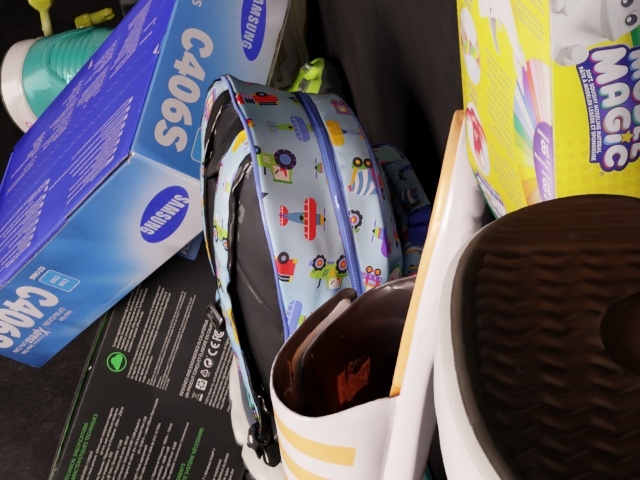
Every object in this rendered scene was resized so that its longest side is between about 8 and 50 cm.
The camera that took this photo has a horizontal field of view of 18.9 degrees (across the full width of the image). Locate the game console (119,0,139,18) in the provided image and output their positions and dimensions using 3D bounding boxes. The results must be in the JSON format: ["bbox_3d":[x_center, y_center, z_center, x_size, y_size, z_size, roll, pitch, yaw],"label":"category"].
[{"bbox_3d":[-0.134,-0.311,1.318,0.213,0.044,0.361,-14,86,38],"label":"game console"}]

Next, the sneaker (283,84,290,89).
[{"bbox_3d":[-0.007,-0.033,1.229,0.058,0.052,0.135,91,167,-75],"label":"sneaker"}]

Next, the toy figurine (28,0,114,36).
[{"bbox_3d":[-0.146,-0.284,1.441,0.217,0.191,0.362,-125,24,-61],"label":"toy figurine"}]

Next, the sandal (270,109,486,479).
[{"bbox_3d":[0.020,0.046,0.843,0.102,0.076,0.265,-69,-9,-54],"label":"sandal"}]

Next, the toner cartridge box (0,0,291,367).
[{"bbox_3d":[-0.141,-0.046,1.286,0.348,0.075,0.165,-36,36,56],"label":"toner cartridge box"}]

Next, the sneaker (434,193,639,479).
[{"bbox_3d":[0.094,0.109,0.447,0.290,0.106,0.123,-111,15,-48],"label":"sneaker"}]

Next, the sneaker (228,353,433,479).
[{"bbox_3d":[0.020,0.117,1.167,0.275,0.107,0.110,-119,39,-54],"label":"sneaker"}]

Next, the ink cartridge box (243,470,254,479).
[{"bbox_3d":[-0.010,0.211,1.449,0.143,0.090,0.092,129,130,-80],"label":"ink cartridge box"}]

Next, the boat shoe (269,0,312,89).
[{"bbox_3d":[-0.031,-0.130,1.282,0.050,0.045,0.135,-111,13,-54],"label":"boat shoe"}]

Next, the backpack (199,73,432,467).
[{"bbox_3d":[0.000,0.000,0.960,0.158,0.117,0.173,-112,13,-58],"label":"backpack"}]

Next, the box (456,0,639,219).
[{"bbox_3d":[0.074,-0.065,0.604,0.105,0.043,0.179,-114,17,-59],"label":"box"}]

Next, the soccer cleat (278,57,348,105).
[{"bbox_3d":[0.001,-0.037,1.136,0.060,0.072,0.179,-40,30,34],"label":"soccer cleat"}]

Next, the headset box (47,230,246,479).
[{"bbox_3d":[-0.105,0.093,1.459,0.283,0.131,0.246,137,152,-82],"label":"headset box"}]

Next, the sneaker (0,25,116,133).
[{"bbox_3d":[-0.102,-0.100,1.593,0.295,0.178,0.123,27,-117,-48],"label":"sneaker"}]
